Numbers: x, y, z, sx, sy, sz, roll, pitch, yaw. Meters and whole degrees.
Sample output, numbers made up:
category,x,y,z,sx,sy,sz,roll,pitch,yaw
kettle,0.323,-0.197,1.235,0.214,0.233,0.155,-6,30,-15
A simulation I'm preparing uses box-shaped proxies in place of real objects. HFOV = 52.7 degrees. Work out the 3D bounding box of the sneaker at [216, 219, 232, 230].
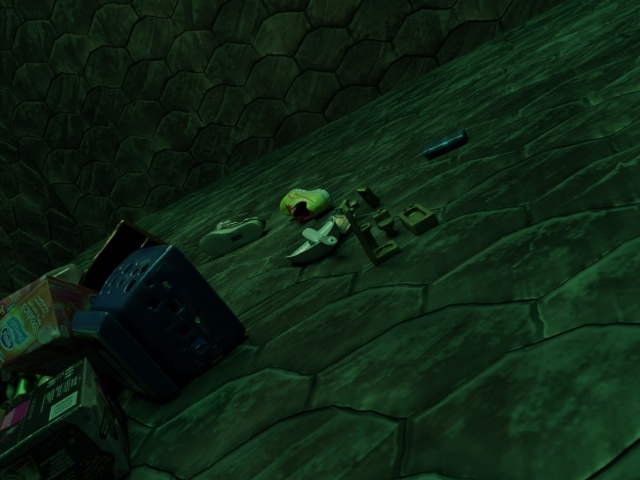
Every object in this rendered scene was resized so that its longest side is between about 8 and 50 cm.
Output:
category,x,y,z,sx,sy,sz,roll,pitch,yaw
sneaker,-0.329,-0.016,2.105,0.134,0.070,0.051,-41,21,-31

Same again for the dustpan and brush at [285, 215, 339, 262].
category,x,y,z,sx,sy,sz,roll,pitch,yaw
dustpan and brush,0.000,0.000,1.450,0.147,0.060,0.211,-42,27,-11

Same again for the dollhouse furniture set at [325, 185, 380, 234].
category,x,y,z,sx,sy,sz,roll,pitch,yaw
dollhouse furniture set,0.081,-0.056,1.567,0.076,0.058,0.152,1,53,49

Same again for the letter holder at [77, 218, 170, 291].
category,x,y,z,sx,sy,sz,roll,pitch,yaw
letter holder,-0.503,0.137,1.584,0.302,0.152,0.214,-53,9,42

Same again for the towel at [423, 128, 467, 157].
category,x,y,z,sx,sy,sz,roll,pitch,yaw
towel,0.332,-0.256,1.721,0.119,0.029,0.067,-22,17,25

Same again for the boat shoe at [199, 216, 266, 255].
category,x,y,z,sx,sy,sz,roll,pitch,yaw
boat shoe,-0.267,-0.014,1.986,0.219,0.078,0.070,-17,20,17

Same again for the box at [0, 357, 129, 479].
category,x,y,z,sx,sy,sz,roll,pitch,yaw
box,-0.419,0.323,1.066,0.163,0.142,0.247,-32,17,-12

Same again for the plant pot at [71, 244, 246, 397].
category,x,y,z,sx,sy,sz,roll,pitch,yaw
plant pot,-0.325,0.165,1.248,0.236,0.236,0.212,-8,34,53

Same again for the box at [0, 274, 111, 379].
category,x,y,z,sx,sy,sz,roll,pitch,yaw
box,-0.526,0.198,1.374,0.154,0.142,0.300,-28,-24,10

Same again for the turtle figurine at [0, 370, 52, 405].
category,x,y,z,sx,sy,sz,roll,pitch,yaw
turtle figurine,-0.631,0.332,1.507,0.197,0.275,0.266,-12,31,-18

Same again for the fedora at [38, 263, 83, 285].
category,x,y,z,sx,sy,sz,roll,pitch,yaw
fedora,-0.729,0.153,1.791,0.275,0.124,0.244,-31,17,0

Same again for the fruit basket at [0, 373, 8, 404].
category,x,y,z,sx,sy,sz,roll,pitch,yaw
fruit basket,-0.911,0.421,1.574,0.392,0.392,0.283,-29,-28,4

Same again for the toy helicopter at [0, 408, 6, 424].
category,x,y,z,sx,sy,sz,roll,pitch,yaw
toy helicopter,-0.728,0.431,1.252,0.355,0.140,0.235,-28,53,20

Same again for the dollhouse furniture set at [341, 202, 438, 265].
category,x,y,z,sx,sy,sz,roll,pitch,yaw
dollhouse furniture set,0.131,-0.056,1.282,0.151,0.123,0.144,-30,15,0

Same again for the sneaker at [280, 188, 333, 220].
category,x,y,z,sx,sy,sz,roll,pitch,yaw
sneaker,-0.061,-0.095,1.844,0.094,0.081,0.208,-43,20,-32

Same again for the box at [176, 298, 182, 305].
category,x,y,z,sx,sy,sz,roll,pitch,yaw
box,-0.355,0.145,1.673,0.169,0.054,0.059,-16,20,43
